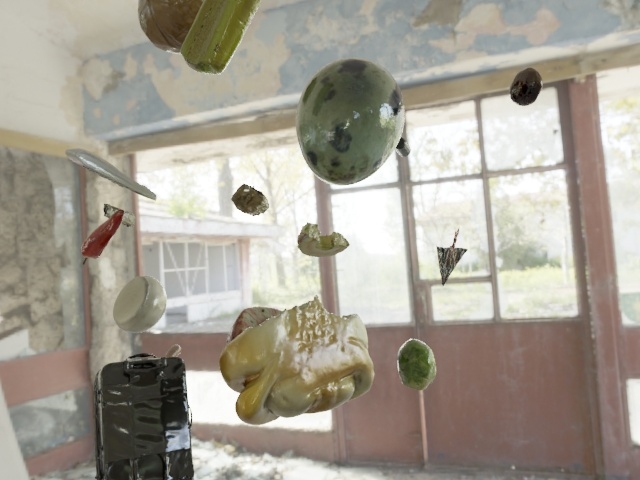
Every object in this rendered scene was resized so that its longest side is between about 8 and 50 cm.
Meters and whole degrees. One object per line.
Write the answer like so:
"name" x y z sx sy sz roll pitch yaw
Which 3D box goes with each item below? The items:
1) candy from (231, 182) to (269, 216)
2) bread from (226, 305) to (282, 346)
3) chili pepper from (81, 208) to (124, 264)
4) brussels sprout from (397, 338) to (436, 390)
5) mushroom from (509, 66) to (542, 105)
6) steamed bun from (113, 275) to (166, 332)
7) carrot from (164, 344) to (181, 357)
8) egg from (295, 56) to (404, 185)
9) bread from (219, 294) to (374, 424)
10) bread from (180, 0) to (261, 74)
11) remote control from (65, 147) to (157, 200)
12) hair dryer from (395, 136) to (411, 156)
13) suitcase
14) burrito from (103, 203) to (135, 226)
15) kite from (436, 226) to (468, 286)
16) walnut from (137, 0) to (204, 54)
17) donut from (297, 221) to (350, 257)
"candy" -0.201 -0.114 1.595 0.095 0.085 0.110 41 1 6
"bread" -0.194 0.386 2.036 0.295 0.327 0.114 7 -52 -31
"chili pepper" -0.672 -0.004 1.676 0.063 0.071 0.272 15 -44 -42
"brussels sprout" 0.359 0.461 2.060 0.144 0.180 0.161 -4 23 -44
"mushroom" 0.661 -0.497 1.781 0.052 0.123 0.123 -1 -4 -30
"steamed bun" -0.696 0.258 2.167 0.232 0.232 0.145 -6 -32 39
"carrot" -0.601 0.466 2.181 0.048 0.048 0.216 -4 10 4
"egg" 0.090 -0.377 1.755 0.345 0.428 0.345 14 -27 7
"bread" -0.045 0.323 1.448 0.424 0.329 0.245 1 36 -35
"bread" -0.257 -0.649 1.568 0.166 0.383 0.112 28 3 30
"remote control" -0.688 -0.223 1.832 0.109 0.055 0.313 17 -10 44
"hair dryer" 0.296 -0.436 2.343 0.198 0.057 0.100 43 5 28
"suitcase" -0.529 0.561 1.662 0.283 0.434 0.194 -1 -16 -28
"burrito" -0.666 -0.082 1.818 0.042 0.051 0.171 -8 -11 14
"kite" 0.382 0.049 1.621 0.009 0.189 0.232 20 12 34
"walnut" -0.482 -0.849 2.076 0.354 0.308 0.398 3 6 42
"donut" -0.005 0.001 1.641 0.166 0.065 0.108 16 -35 -34
